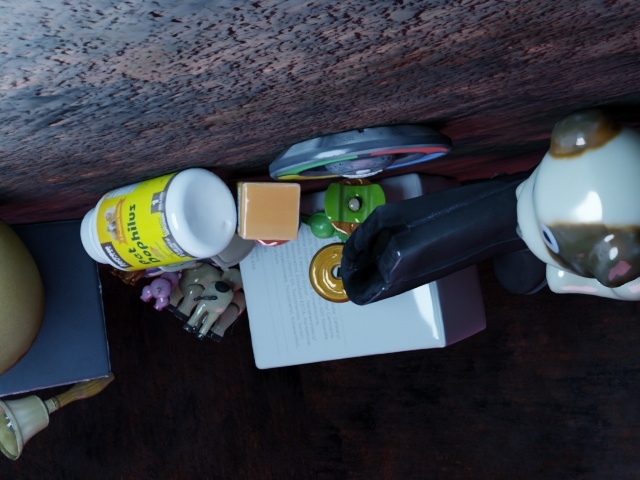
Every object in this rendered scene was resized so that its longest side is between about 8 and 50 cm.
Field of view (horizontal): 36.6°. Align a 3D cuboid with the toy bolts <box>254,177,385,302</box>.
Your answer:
[{"bbox_3d":[-0.009,-0.006,1.666,0.228,0.218,0.158,5,177,3],"label":"toy bolts"}]

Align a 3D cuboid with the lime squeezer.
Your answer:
[{"bbox_3d":[0.000,0.000,1.762,0.110,0.059,0.310,-32,-133,-11],"label":"lime squeezer"}]

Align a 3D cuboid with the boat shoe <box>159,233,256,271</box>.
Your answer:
[{"bbox_3d":[-0.213,-0.019,1.630,0.113,0.127,0.340,22,-162,21],"label":"boat shoe"}]

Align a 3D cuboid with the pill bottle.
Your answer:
[{"bbox_3d":[-0.223,-0.023,1.297,0.215,0.117,0.117,-11,177,40],"label":"pill bottle"}]

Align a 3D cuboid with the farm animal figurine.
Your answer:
[{"bbox_3d":[-0.248,0.085,1.990,0.330,0.172,0.327,31,174,35],"label":"farm animal figurine"}]

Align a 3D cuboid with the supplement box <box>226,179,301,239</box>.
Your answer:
[{"bbox_3d":[-0.084,-0.046,1.343,0.078,0.080,0.233,1,-174,-10],"label":"supplement box"}]

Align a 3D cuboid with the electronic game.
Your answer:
[{"bbox_3d":[0.050,-0.102,1.202,0.229,0.048,0.229,-8,178,0],"label":"electronic game"}]

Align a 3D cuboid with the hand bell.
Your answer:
[{"bbox_3d":[-0.502,0.309,1.855,0.242,0.126,0.126,-24,-172,-40],"label":"hand bell"}]

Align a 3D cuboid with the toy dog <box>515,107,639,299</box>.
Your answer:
[{"bbox_3d":[0.447,-0.044,1.318,0.407,0.285,0.395,-4,175,-37],"label":"toy dog"}]

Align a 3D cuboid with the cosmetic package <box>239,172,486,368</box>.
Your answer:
[{"bbox_3d":[0.084,0.061,1.954,0.393,0.327,0.329,-10,177,23],"label":"cosmetic package"}]

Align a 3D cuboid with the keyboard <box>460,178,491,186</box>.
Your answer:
[{"bbox_3d":[0.297,-0.114,2.204,0.108,0.023,0.180,-7,177,-33],"label":"keyboard"}]

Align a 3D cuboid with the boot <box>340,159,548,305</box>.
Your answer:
[{"bbox_3d":[0.234,0.024,1.606,0.445,0.146,0.367,-22,148,-29],"label":"boot"}]

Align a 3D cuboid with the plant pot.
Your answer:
[{"bbox_3d":[-0.461,0.045,1.194,0.237,0.237,0.254,-8,164,-19],"label":"plant pot"}]

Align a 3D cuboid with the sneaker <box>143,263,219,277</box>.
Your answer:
[{"bbox_3d":[-0.324,0.004,2.180,0.296,0.112,0.131,-9,161,-21],"label":"sneaker"}]

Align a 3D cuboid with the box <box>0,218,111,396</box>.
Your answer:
[{"bbox_3d":[-0.697,0.148,1.762,0.479,0.297,0.471,-7,176,-31],"label":"box"}]
